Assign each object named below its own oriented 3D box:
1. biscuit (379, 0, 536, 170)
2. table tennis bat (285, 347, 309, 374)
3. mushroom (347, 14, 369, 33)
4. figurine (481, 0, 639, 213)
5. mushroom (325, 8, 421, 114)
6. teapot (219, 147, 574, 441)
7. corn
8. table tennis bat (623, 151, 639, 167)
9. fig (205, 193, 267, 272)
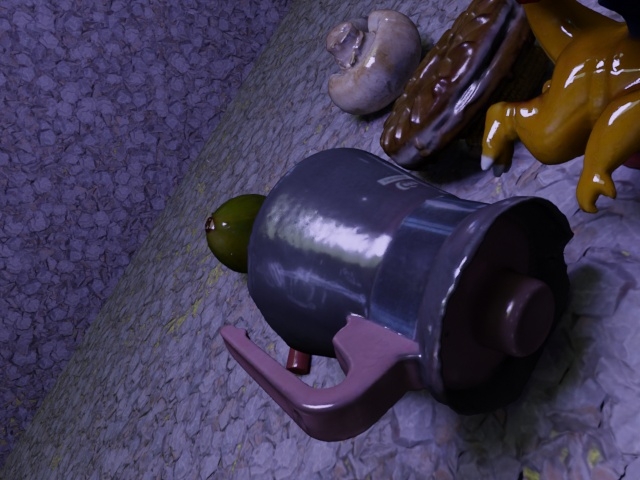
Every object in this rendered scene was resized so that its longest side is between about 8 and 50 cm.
[{"bbox_3d":[0.222,-0.268,0.776,0.332,0.103,0.332,-56,9,13],"label":"biscuit"},{"bbox_3d":[-0.022,0.113,0.917,0.200,0.038,0.310,-26,42,41],"label":"table tennis bat"},{"bbox_3d":[0.107,-0.566,1.315,0.096,0.108,0.247,95,178,-45],"label":"mushroom"},{"bbox_3d":[0.324,-0.144,0.357,0.387,0.400,0.268,12,104,53],"label":"figurine"},{"bbox_3d":[0.124,-0.416,1.052,0.254,0.195,0.189,-58,34,3],"label":"mushroom"},{"bbox_3d":[0.072,0.056,0.562,0.376,0.306,0.361,-32,28,-28],"label":"teapot"},{"bbox_3d":[0.301,-0.225,0.742,0.207,0.068,0.068,-58,30,-2],"label":"corn"},{"bbox_3d":[0.423,-0.128,0.532,0.154,0.019,0.098,8,69,60],"label":"table tennis bat"},{"bbox_3d":[-0.194,-0.028,1.121,0.202,0.225,0.203,-10,71,32],"label":"fig"}]
